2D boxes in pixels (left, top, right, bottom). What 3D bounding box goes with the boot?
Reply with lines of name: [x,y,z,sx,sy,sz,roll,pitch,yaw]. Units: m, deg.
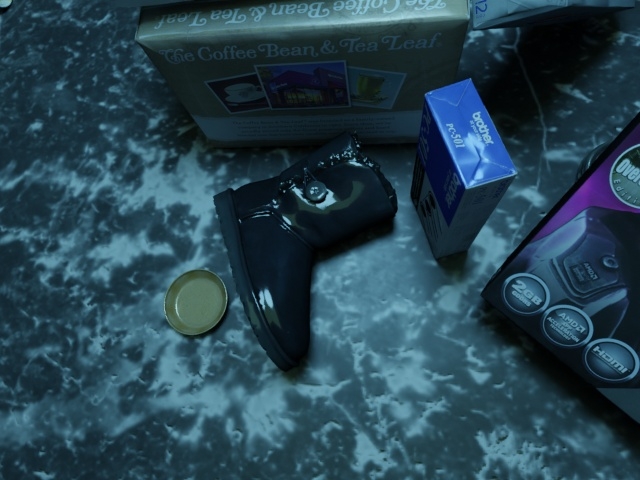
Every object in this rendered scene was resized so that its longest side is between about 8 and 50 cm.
boot: [0.000,0.000,0.504,0.207,0.094,0.247,-24,64,3]

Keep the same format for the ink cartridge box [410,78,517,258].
ink cartridge box: [0.136,-0.057,0.445,0.046,0.207,0.097,-17,71,2]

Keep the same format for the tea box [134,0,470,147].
tea box: [-0.004,-0.311,0.542,0.328,0.220,0.324,1,71,9]

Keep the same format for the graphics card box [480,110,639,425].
graphics card box: [0.351,-0.016,0.363,0.233,0.094,0.371,42,119,17]

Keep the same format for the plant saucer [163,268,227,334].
plant saucer: [-0.156,0.078,0.541,0.083,0.015,0.083,-3,71,7]

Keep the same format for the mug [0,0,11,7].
mug: [-0.593,-0.440,0.757,0.064,0.078,0.062,-4,104,15]

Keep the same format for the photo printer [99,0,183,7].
photo printer: [-0.104,-0.384,0.407,0.256,0.107,0.308,-4,70,9]

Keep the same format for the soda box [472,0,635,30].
soda box: [0.271,-0.299,0.476,0.091,0.098,0.286,9,26,44]

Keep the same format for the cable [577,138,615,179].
cable: [0.454,-0.135,0.525,0.287,0.072,0.139,-41,91,6]
